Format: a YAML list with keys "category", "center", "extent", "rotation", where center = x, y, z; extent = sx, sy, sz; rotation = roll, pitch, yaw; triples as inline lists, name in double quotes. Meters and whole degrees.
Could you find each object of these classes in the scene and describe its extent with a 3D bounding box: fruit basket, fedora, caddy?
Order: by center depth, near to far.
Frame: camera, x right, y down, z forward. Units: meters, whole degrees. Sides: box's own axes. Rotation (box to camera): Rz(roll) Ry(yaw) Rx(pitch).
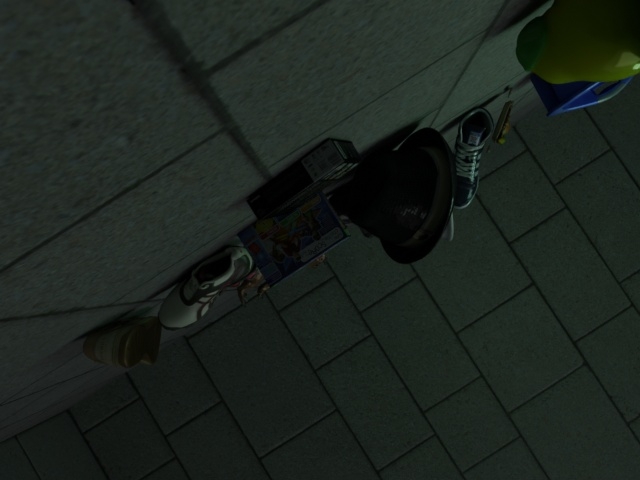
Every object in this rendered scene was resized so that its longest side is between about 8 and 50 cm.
- category: "fruit basket"
  center: [0.475, -0.354, 0.814]
  extent: [0.392, 0.283, 0.392]
  rotation: [3, -158, -1]
- category: "fedora"
  center: [0.159, -0.105, 1.304]
  extent: [0.152, 0.334, 0.334]
  rotation: [6, 159, -22]
- category: "caddy"
  center: [0.767, -0.476, 1.617]
  extent: [0.341, 0.179, 0.241]
  rotation: [-33, 177, 2]

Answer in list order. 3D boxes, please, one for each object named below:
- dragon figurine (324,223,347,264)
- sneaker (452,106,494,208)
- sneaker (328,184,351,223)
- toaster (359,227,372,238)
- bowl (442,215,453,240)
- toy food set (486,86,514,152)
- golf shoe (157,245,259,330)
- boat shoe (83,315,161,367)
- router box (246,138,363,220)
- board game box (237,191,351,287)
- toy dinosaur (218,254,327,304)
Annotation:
- category: "dragon figurine"
  center: [0.000, 0.000, 1.891]
  extent: [0.144, 0.085, 0.289]
  rotation: [-33, 163, -35]
- category: "sneaker"
  center: [0.411, -0.233, 1.612]
  extent: [0.153, 0.099, 0.282]
  rotation: [21, 82, -81]
- category: "sneaker"
  center: [0.115, -0.135, 1.511]
  extent: [0.267, 0.101, 0.106]
  rotation: [-32, 158, -38]
- category: "toaster"
  center: [0.154, -0.096, 1.717]
  extent: [0.129, 0.146, 0.227]
  rotation: [-32, 176, 5]
- category: "bowl"
  center: [0.297, -0.134, 1.714]
  extent: [0.134, 0.298, 0.298]
  rotation: [-11, 178, 4]
- category: "toy food set"
  center: [0.522, -0.334, 1.636]
  extent: [0.132, 0.038, 0.192]
  rotation: [-35, 144, -72]
- category: "golf shoe"
  center: [-0.272, 0.098, 1.302]
  extent: [0.273, 0.105, 0.120]
  rotation: [-38, 160, 4]
- category: "boat shoe"
  center: [-0.467, 0.240, 1.403]
  extent: [0.110, 0.122, 0.341]
  rotation: [5, 171, -1]
- category: "router box"
  center: [-0.023, -0.102, 0.982]
  extent: [0.179, 0.046, 0.133]
  rotation: [-33, 176, 18]
- category: "board game box"
  center: [-0.056, -0.010, 1.204]
  extent: [0.201, 0.136, 0.035]
  rotation: [-33, 176, 14]
- category: "toy dinosaur"
  center: [-0.145, 0.054, 1.496]
  extent: [0.295, 0.127, 0.200]
  rotation: [-9, 151, -50]
